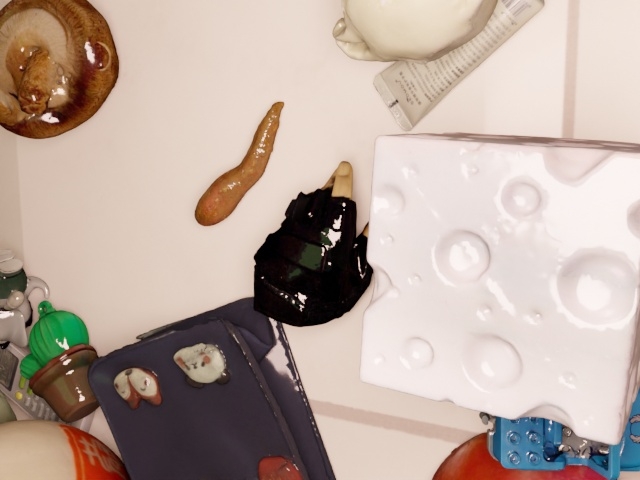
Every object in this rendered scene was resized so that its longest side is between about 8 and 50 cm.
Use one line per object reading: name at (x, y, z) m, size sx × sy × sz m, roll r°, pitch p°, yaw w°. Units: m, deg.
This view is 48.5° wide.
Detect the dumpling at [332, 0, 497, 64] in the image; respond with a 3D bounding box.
dumpling at (0.112, -0.279, 0.743) m, size 0.147 × 0.193 × 0.258 m, roll 42°, pitch 146°, yaw -24°

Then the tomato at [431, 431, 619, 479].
tomato at (0.230, 0.368, 0.774) m, size 0.309 × 0.170 × 0.309 m, roll 5°, pitch 100°, yaw 29°

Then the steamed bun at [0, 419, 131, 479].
steamed bun at (-0.387, 0.426, 1.048) m, size 0.241 × 0.374 × 0.374 m, roll -30°, pitch 81°, yaw -9°

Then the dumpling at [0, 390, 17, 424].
dumpling at (-0.612, 0.302, 1.174) m, size 0.211 × 0.321 × 0.270 m, roll -13°, pitch 47°, yaw 4°

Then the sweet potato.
sweet potato at (-0.107, -0.095, 0.969) m, size 0.050 × 0.050 × 0.214 m, roll 47°, pitch 112°, yaw 16°

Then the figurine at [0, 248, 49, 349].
figurine at (-0.533, 0.104, 1.193) m, size 0.147 × 0.126 × 0.192 m, roll 32°, pitch 121°, yaw 16°

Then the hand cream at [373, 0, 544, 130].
hand cream at (0.161, -0.221, 0.802) m, size 0.234 × 0.050 × 0.080 m, roll -36°, pitch 80°, yaw 33°

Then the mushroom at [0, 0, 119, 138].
mushroom at (-0.400, -0.263, 1.067) m, size 0.231 × 0.138 × 0.194 m, roll -28°, pitch 70°, yaw 19°

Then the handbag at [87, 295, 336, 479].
handbag at (-0.157, 0.273, 1.011) m, size 0.303 × 0.122 × 0.329 m, roll -21°, pitch 88°, yaw 30°

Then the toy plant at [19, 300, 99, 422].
toy plant at (-0.428, 0.196, 1.160) m, size 0.143 × 0.105 × 0.200 m, roll -41°, pitch 67°, yaw 21°

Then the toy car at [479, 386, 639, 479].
toy car at (0.265, 0.191, 0.734) m, size 0.191 × 0.100 × 0.097 m, roll 0°, pitch 91°, yaw 0°

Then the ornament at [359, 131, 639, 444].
ornament at (0.200, 0.020, 0.701) m, size 0.239 × 0.239 × 0.239 m, roll 9°, pitch 103°, yaw 28°

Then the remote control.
remote control at (-0.494, 0.259, 1.245) m, size 0.250 × 0.034 × 0.103 m, roll 32°, pitch 111°, yaw 22°

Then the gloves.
gloves at (0.000, 0.000, 0.890) m, size 0.164 × 0.124 × 0.203 m, roll 11°, pitch 111°, yaw 9°
